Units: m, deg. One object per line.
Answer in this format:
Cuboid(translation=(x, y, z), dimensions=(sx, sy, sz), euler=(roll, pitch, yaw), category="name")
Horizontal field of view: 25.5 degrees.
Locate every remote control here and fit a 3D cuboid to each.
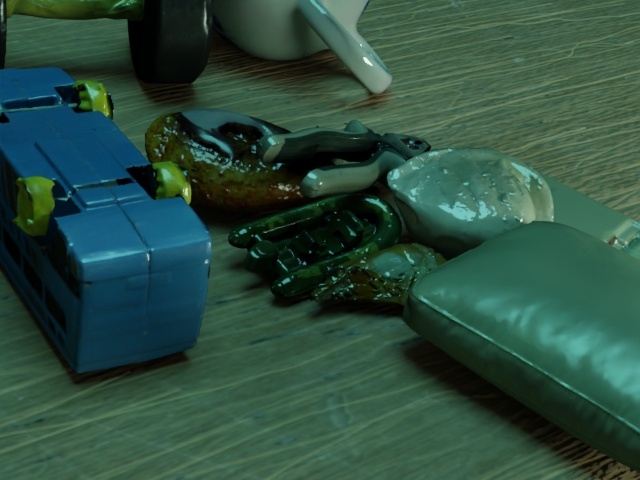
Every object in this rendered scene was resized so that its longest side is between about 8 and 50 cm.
Cuboid(translation=(0.272, -0.019, 1.615), dimensions=(0.285, 0.038, 0.123), euler=(29, 37, 24), category="remote control")

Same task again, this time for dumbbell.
Cuboid(translation=(-0.306, -0.292, 1.725), dimensions=(0.322, 0.203, 0.204), euler=(-2, 34, -18), category="dumbbell")

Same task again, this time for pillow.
Cuboid(translation=(0.269, 0.093, 1.349), dimensions=(0.322, 0.119, 0.255), euler=(33, 38, 31), category="pillow")

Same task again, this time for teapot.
Cuboid(translation=(-0.035, -0.357, 1.900), dimensions=(0.424, 0.252, 0.280), euler=(54, 12, 24), category="teapot")

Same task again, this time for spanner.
Cuboid(translation=(0.042, -0.093, 1.563), dimensions=(0.096, 0.040, 0.325), euler=(42, 25, 20), category="spanner")

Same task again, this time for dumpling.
Cuboid(translation=(0.166, -0.040, 1.547), dimensions=(0.176, 0.092, 0.150), euler=(16, 53, 17), category="dumpling")

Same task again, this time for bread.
Cuboid(translation=(-0.067, -0.079, 1.570), dimensions=(0.269, 0.095, 0.139), euler=(11, 37, -32), category="bread")

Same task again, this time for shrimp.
Cuboid(translation=(0.068, 0.039, 1.444), dimensions=(0.184, 0.043, 0.091), euler=(-5, 44, -30), category="shrimp")

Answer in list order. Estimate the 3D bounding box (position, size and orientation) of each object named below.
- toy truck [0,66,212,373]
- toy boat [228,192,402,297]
Cuboid(translation=(-0.249, -0.038, 1.373), dimensions=(0.161, 0.162, 0.385), euler=(-11, 36, -30), category="toy truck")
Cuboid(translation=(0.000, 0.000, 1.482), dimensions=(0.210, 0.052, 0.104), euler=(-19, 55, -38), category="toy boat")
